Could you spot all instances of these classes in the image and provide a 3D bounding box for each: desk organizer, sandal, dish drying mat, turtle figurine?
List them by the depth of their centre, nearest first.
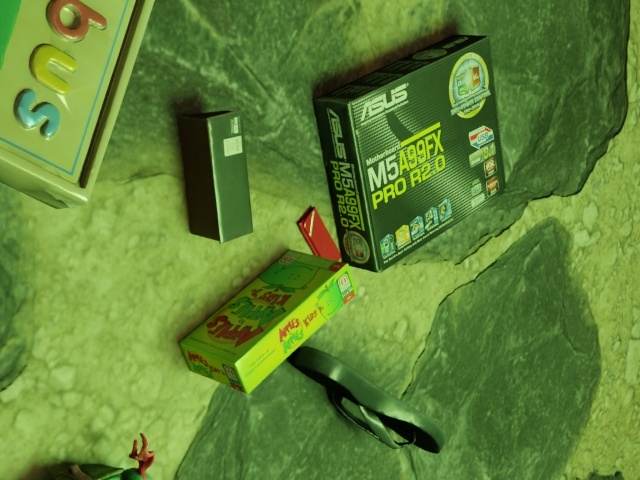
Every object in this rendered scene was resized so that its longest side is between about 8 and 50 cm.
[{"bbox_3d":[-0.225,0.272,1.012,0.234,0.118,0.175,-12,149,-43],"label":"turtle figurine"},{"bbox_3d":[-0.108,-0.068,1.091,0.047,0.050,0.130,-21,114,-42],"label":"desk organizer"},{"bbox_3d":[0.000,0.000,1.251,0.032,0.008,0.083,-51,131,-26],"label":"dish drying mat"},{"bbox_3d":[0.054,0.207,1.303,0.254,0.097,0.055,36,72,-34],"label":"sandal"}]

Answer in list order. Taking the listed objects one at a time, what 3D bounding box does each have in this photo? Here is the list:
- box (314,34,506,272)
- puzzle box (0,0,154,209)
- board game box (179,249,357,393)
[{"bbox_3d":[0.120,-0.112,1.311,0.270,0.060,0.216,-30,120,-38],"label":"box"},{"bbox_3d":[-0.240,-0.260,0.825,0.272,0.052,0.409,29,66,-41],"label":"puzzle box"},{"bbox_3d":[-0.054,0.083,1.153,0.181,0.092,0.043,-40,126,-33],"label":"board game box"}]
